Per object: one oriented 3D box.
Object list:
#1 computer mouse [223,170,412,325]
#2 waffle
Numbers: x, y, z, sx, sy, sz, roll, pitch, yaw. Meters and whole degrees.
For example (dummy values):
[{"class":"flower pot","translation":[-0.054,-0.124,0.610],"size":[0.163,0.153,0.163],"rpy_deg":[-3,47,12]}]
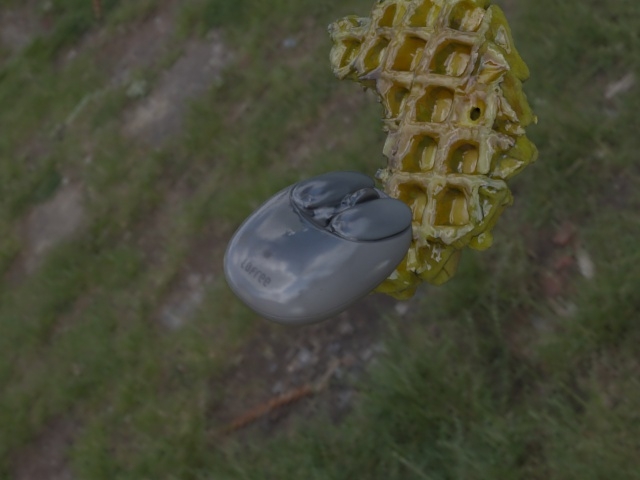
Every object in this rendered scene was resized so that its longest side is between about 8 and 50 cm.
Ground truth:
[{"class":"computer mouse","translation":[0.000,-0.001,0.712],"size":[0.096,0.039,0.066],"rpy_deg":[-36,60,-25]},{"class":"waffle","translation":[0.053,-0.066,0.907],"size":[0.149,0.051,0.194],"rpy_deg":[-29,59,31]}]
